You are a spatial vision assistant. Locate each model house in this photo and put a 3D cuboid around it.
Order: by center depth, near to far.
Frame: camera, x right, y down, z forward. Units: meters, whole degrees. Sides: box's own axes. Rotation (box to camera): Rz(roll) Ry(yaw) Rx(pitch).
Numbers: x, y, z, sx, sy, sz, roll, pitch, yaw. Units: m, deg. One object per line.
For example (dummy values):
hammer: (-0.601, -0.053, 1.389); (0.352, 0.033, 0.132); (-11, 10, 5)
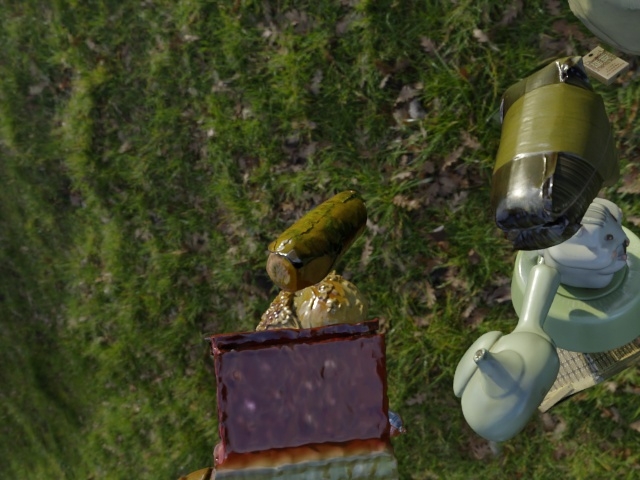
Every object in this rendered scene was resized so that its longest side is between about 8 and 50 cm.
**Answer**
model house: (-0.026, 0.218, 0.587); (0.160, 0.196, 0.254); (129, 136, -71)

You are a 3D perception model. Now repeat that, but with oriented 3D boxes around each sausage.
sausage: (0.144, 0.478, 1.468); (0.234, 0.071, 0.071); (10, 110, 49)

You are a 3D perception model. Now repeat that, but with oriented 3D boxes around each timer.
timer: (0.525, 0.034, 1.073); (0.291, 0.291, 0.315); (38, 168, 38)

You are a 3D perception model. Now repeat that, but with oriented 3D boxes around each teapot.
teapot: (0.359, 0.213, 0.982); (0.149, 0.318, 0.220); (34, 139, 23)

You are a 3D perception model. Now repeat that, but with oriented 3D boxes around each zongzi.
zongzi: (0.392, -0.073, 0.824); (0.154, 0.317, 0.289); (-14, 49, 51)

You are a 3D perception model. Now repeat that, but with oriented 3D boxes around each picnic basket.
picnic basket: (0.648, 0.328, 1.423); (0.175, 0.228, 0.313); (64, 143, 22)

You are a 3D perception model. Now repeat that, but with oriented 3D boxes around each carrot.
carrot: (0.000, 0.000, 0.704); (0.082, 0.173, 0.082); (22, 130, 29)

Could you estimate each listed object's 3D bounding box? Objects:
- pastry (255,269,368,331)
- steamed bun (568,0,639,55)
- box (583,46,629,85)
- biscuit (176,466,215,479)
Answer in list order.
pastry: (-0.037, 0.197, 1.414); (0.315, 0.284, 0.184); (-30, 92, 16)
steamed bun: (0.338, -0.278, 0.434); (0.320, 0.206, 0.275); (32, 108, 18)
box: (0.583, -0.360, 1.106); (0.083, 0.053, 0.024); (54, -177, 36)
biscuit: (-0.212, 0.590, 1.019); (0.332, 0.332, 0.103); (30, 147, 43)
